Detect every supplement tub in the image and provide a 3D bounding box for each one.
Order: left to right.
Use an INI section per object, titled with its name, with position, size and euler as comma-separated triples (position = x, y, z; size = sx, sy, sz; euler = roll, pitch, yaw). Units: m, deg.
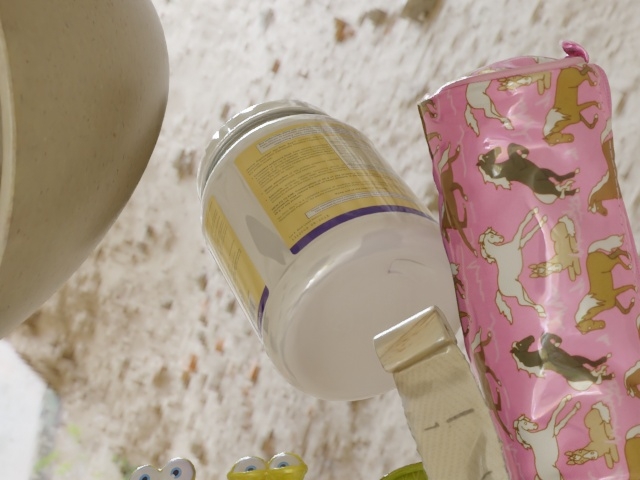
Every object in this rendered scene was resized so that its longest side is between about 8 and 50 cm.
[supplement tub]
position = 0.000, 0.000, 1.374
size = 0.241, 0.241, 0.331
euler = -62, 35, 22

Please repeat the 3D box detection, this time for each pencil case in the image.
[pencil case]
position = 0.203, 0.024, 1.041
size = 0.160, 0.167, 0.386
euler = -11, 93, 64

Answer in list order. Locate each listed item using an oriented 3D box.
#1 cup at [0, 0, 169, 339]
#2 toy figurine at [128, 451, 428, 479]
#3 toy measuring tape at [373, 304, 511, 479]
[cup]
position = -0.223, -0.093, 0.678
size = 0.237, 0.331, 0.331
euler = -24, -32, -59
[toy figurine]
position = -0.018, 0.297, 0.952
size = 0.217, 0.362, 0.191
euler = -65, -29, -79
[toy measuring tape]
position = 0.046, 0.108, 0.416
size = 0.121, 0.121, 0.330
euler = -60, 24, 28
